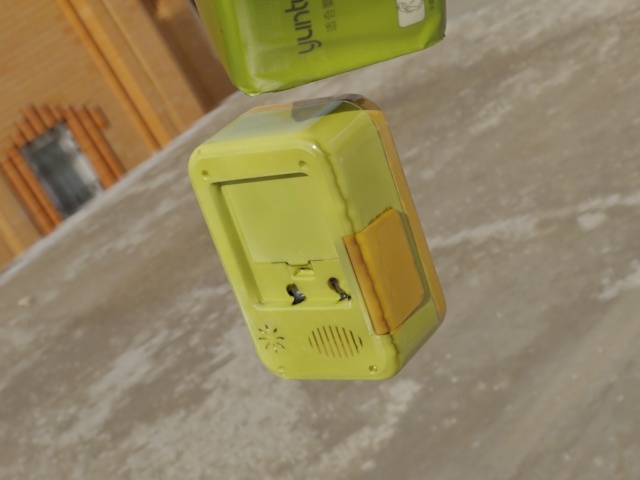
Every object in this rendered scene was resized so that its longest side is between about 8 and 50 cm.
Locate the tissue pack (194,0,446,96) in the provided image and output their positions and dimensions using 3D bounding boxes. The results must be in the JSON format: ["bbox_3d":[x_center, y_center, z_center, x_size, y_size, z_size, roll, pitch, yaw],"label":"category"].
[{"bbox_3d":[-0.026,-0.267,0.777,0.167,0.275,0.200,-16,47,-8],"label":"tissue pack"}]

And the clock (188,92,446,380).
[{"bbox_3d":[0.000,0.000,0.930,0.143,0.202,0.096,-5,24,34],"label":"clock"}]
